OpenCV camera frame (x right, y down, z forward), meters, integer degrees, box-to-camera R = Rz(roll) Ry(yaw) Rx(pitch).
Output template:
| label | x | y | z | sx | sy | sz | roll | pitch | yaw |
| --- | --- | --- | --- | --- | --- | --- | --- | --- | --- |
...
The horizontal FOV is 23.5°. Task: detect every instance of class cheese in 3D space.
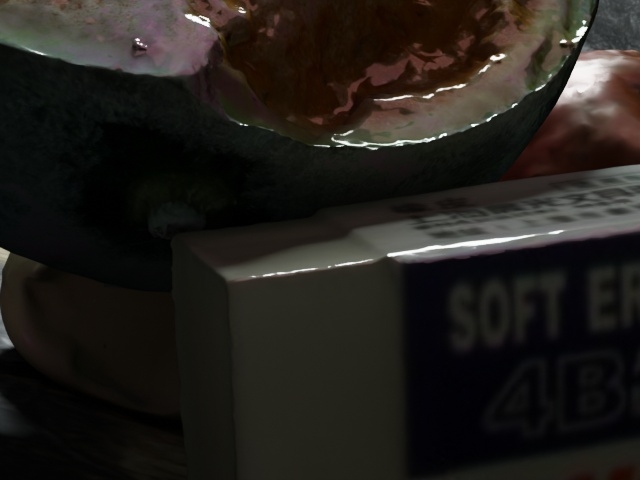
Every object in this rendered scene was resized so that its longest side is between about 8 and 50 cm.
| label | x | y | z | sx | sy | sz | roll | pitch | yaw |
| --- | --- | --- | --- | --- | --- | --- | --- | --- | --- |
| cheese | -0.067 | 0.031 | 0.827 | 0.163 | 0.082 | 0.286 | 18 | 6 | 9 |

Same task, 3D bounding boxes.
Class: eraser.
| label | x | y | z | sx | sy | sz | roll | pitch | yaw |
| --- | --- | --- | --- | --- | --- | --- | --- | --- | --- |
| eraser | 0.093 | 0.044 | 0.545 | 0.279 | 0.124 | 0.081 | -8 | 17 | -18 |

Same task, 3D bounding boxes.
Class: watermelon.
| label | x | y | z | sx | sy | sz | roll | pitch | yaw |
| --- | --- | --- | --- | --- | --- | --- | --- | --- | --- |
| watermelon | -0.049 | -0.035 | 0.612 | 0.322 | 0.188 | 0.175 | 5 | 40 | -8 |

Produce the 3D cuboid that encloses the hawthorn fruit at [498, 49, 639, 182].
| label | x | y | z | sx | sy | sz | roll | pitch | yaw |
| --- | --- | --- | --- | --- | --- | --- | --- | --- | --- |
| hawthorn fruit | 0.164 | 0.019 | 0.819 | 0.262 | 0.258 | 0.258 | -8 | -4 | 24 |
